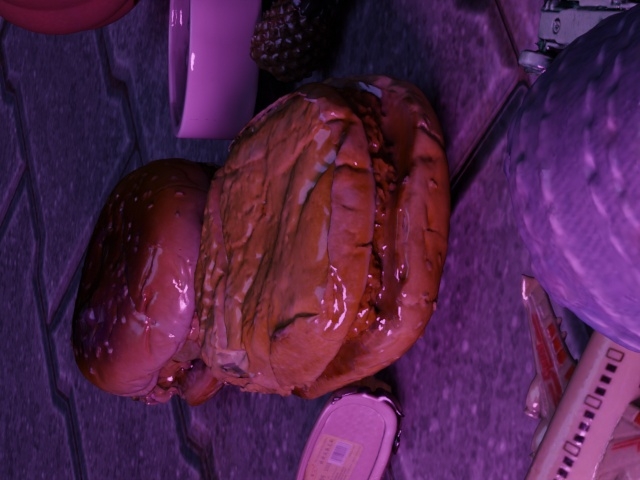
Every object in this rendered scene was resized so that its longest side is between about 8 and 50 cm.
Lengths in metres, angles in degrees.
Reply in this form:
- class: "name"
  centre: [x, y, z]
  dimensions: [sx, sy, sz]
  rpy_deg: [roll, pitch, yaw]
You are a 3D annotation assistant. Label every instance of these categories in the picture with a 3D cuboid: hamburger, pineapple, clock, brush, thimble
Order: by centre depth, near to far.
- class: "thimble"
  centre: [0.225, -0.035, 1.038]
  dimensions: [0.172, 0.236, 0.205]
  rpy_deg: [158, 107, -63]
- class: "hamburger"
  centre: [0.000, -0.001, 1.606]
  dimensions: [0.283, 0.145, 0.259]
  rpy_deg: [-15, 70, 58]
- class: "brush"
  centre: [0.001, 0.232, 1.681]
  dimensions: [0.067, 0.072, 0.313]
  rpy_deg: [-81, 8, -57]
- class: "pineapple"
  centre: [-0.005, -0.216, 1.749]
  dimensions: [0.159, 0.074, 0.074]
  rpy_deg: [-59, 36, 32]
- class: "clock"
  centre: [-0.104, -0.195, 1.894]
  dimensions: [0.197, 0.068, 0.197]
  rpy_deg: [-179, 90, -79]
- class: "hamburger"
  centre: [-0.158, 0.041, 1.949]
  dimensions: [0.286, 0.146, 0.243]
  rpy_deg: [135, 141, -56]

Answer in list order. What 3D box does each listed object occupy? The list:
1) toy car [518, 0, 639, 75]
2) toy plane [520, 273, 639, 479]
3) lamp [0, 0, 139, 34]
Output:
- class: "toy car"
  centre: [0.187, -0.143, 1.344]
  dimensions: [0.143, 0.054, 0.073]
  rpy_deg: [-165, 81, -68]
- class: "toy plane"
  centre: [0.183, 0.111, 1.254]
  dimensions: [0.242, 0.104, 0.256]
  rpy_deg: [33, 116, 59]
- class: "lamp"
  centre: [-0.238, -0.355, 2.058]
  dimensions: [0.305, 0.240, 0.305]
  rpy_deg: [21, -90, -76]
